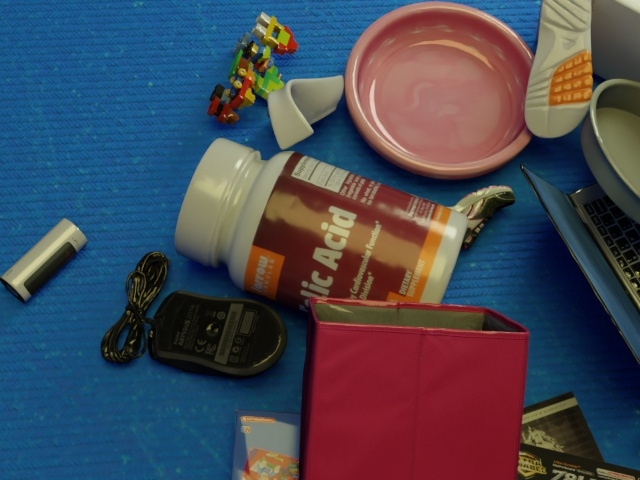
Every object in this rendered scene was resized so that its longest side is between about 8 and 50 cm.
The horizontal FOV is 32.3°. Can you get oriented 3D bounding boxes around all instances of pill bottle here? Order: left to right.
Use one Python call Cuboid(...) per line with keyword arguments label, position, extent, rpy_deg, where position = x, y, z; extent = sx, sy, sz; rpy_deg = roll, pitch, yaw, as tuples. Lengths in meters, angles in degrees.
Cuboid(label="pill bottle", position=(0.000, 0.000, 1.632), extent=(0.392, 0.224, 0.224), rpy_deg=(20, 65, 5))

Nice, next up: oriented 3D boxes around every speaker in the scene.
Cuboid(label="speaker", position=(-0.421, 0.029, 1.683), extent=(0.055, 0.055, 0.136), rpy_deg=(38, 68, 13))

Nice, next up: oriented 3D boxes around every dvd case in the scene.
Cuboid(label="dvd case", position=(0.339, 0.347, 1.609), extent=(0.164, 0.018, 0.221), rpy_deg=(-17, 68, -11))

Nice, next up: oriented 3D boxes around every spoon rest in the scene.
Cuboid(label="spoon rest", position=(-0.032, -0.214, 1.724), extent=(0.137, 0.276, 0.084), rpy_deg=(-27, 101, 13))

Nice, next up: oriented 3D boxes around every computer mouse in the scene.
Cuboid(label="computer mouse", position=(-0.173, 0.133, 1.650), extent=(0.272, 0.072, 0.188), rpy_deg=(14, 66, 16))

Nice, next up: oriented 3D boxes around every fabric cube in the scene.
Cuboid(label="fabric cube", position=(0.105, 0.217, 1.389), extent=(0.259, 0.254, 0.258), rpy_deg=(3, 93, -3))

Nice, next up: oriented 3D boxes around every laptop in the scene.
Cuboid(label="laptop", position=(0.536, 0.023, 1.653), extent=(0.408, 0.236, 0.382), rpy_deg=(-22, 69, -13))

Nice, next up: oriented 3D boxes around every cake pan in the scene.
Cuboid(label="cake pan", position=(0.517, -0.120, 1.700), extent=(0.293, 0.054, 0.293), rpy_deg=(19, 48, -23))

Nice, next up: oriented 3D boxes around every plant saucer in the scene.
Cuboid(label="plant saucer", position=(0.202, -0.240, 1.836), extent=(0.332, 0.084, 0.332), rpy_deg=(1, 66, -3))

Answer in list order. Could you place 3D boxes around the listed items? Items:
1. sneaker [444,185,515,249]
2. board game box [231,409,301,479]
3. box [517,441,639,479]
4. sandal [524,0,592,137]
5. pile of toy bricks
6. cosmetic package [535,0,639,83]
Cuboid(label="sneaker", position=(0.231, -0.025, 1.756), extent=(0.178, 0.072, 0.077), rpy_deg=(-23, 81, -5))
Cuboid(label="board game box", position=(0.045, 0.369, 1.545), extent=(0.347, 0.078, 0.233), rpy_deg=(4, 65, -2))
Cuboid(label="box", position=(0.362, 0.424, 1.469), extent=(0.295, 0.073, 0.293), rpy_deg=(14, 41, -2))
Cuboid(label="sandal", position=(0.391, -0.289, 1.770), extent=(0.102, 0.076, 0.265), rpy_deg=(8, 86, 13))
Cuboid(label="pile of toy bricks", position=(-0.101, -0.264, 1.828), extent=(0.105, 0.118, 0.212), rpy_deg=(33, 46, -19))
Cuboid(label="cosmetic package", position=(0.551, -0.348, 1.820), extent=(0.365, 0.197, 0.155), rpy_deg=(35, 66, 21))
